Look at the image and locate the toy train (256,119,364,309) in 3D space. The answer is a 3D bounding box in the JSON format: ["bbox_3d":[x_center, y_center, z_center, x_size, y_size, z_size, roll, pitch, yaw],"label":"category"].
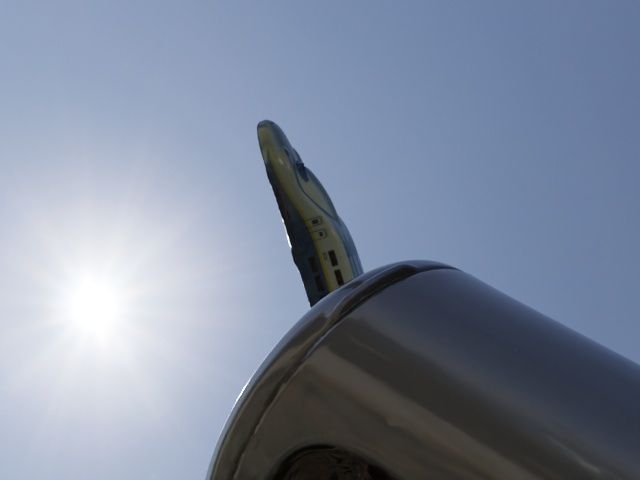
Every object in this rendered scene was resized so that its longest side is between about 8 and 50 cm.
[{"bbox_3d":[0.000,0.000,0.858,0.051,0.052,0.234,-17,-90,15],"label":"toy train"}]

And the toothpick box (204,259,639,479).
[{"bbox_3d":[0.127,0.154,0.425,0.316,0.229,0.229,28,-73,37],"label":"toothpick box"}]
